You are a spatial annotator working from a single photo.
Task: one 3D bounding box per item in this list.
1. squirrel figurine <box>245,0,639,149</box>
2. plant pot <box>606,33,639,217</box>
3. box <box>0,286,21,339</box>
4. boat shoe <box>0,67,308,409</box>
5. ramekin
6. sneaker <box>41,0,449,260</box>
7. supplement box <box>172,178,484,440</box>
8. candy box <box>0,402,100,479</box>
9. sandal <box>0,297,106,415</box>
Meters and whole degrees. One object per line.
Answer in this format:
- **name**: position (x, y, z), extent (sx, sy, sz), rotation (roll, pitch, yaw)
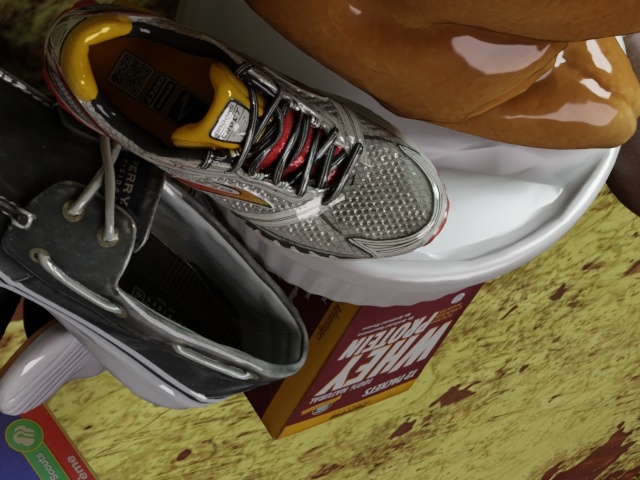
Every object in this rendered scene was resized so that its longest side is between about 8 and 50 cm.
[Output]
- **squirrel figurine**: position (0.064, -0.186, 0.664), extent (0.397, 0.281, 0.370), rotation (4, -177, -19)
- **plant pot**: position (0.265, -0.148, 1.235), extent (0.215, 0.215, 0.230), rotation (-41, 141, 13)
- **box**: position (-0.292, 0.080, 0.914), extent (0.261, 0.103, 0.184), rotation (-43, 172, -49)
- **boat shoe**: position (-0.129, -0.021, 0.887), extent (0.119, 0.121, 0.335), rotation (-16, 139, 36)
- **ramekin**: position (0.039, -0.083, 0.963), extent (0.273, 0.273, 0.127), rotation (-26, 166, -18)
- **sneaker**: position (-0.039, -0.049, 0.805), extent (0.093, 0.225, 0.088), rotation (-140, -106, -80)
- **supplement box**: position (0.000, 0.000, 1.136), extent (0.129, 0.194, 0.191), rotation (-17, 151, -36)
- **candy box**: position (-0.231, 0.311, 1.329), extent (0.122, 0.268, 0.317), rotation (-26, 155, -27)
- **sandal**: position (-0.160, 0.040, 1.051), extent (0.102, 0.076, 0.265), rotation (-48, 174, 14)
